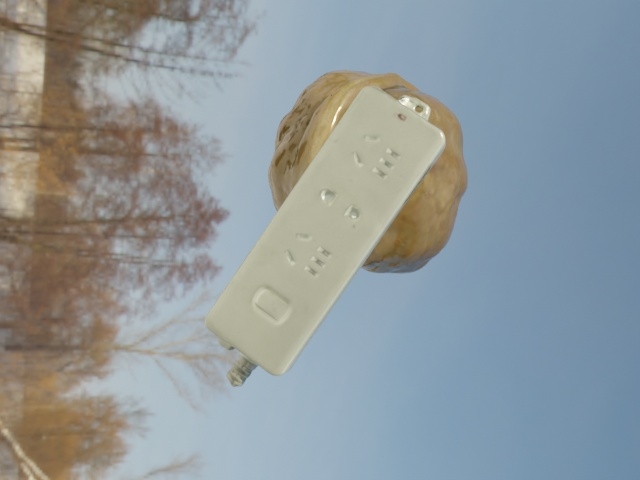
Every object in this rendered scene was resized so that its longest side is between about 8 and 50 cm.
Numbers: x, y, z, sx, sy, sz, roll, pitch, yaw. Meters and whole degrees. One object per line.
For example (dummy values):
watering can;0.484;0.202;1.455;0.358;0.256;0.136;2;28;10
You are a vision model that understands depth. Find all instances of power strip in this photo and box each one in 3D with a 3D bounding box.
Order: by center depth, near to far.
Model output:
power strip;0.000;0.000;0.810;0.338;0.098;0.058;-56;175;3

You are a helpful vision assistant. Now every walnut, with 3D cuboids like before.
walnut;0.065;-0.104;1.182;0.296;0.285;0.285;28;-65;41
